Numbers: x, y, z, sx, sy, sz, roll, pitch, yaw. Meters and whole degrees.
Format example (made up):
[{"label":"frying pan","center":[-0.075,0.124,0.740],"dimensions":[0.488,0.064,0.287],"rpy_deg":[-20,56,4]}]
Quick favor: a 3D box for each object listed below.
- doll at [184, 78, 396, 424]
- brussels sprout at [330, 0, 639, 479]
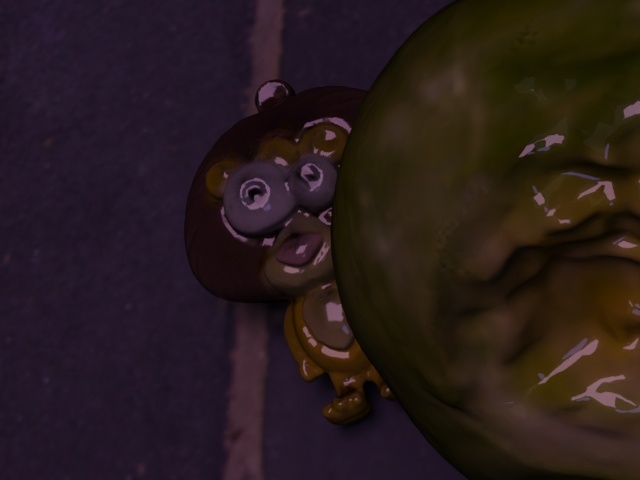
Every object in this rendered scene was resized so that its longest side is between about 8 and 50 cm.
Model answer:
[{"label":"doll","center":[0.008,-0.003,1.058],"dimensions":[0.145,0.096,0.188],"rpy_deg":[-46,65,7]},{"label":"brussels sprout","center":[0.170,0.002,0.858],"dimensions":[0.344,0.344,0.268],"rpy_deg":[6,90,27]}]
